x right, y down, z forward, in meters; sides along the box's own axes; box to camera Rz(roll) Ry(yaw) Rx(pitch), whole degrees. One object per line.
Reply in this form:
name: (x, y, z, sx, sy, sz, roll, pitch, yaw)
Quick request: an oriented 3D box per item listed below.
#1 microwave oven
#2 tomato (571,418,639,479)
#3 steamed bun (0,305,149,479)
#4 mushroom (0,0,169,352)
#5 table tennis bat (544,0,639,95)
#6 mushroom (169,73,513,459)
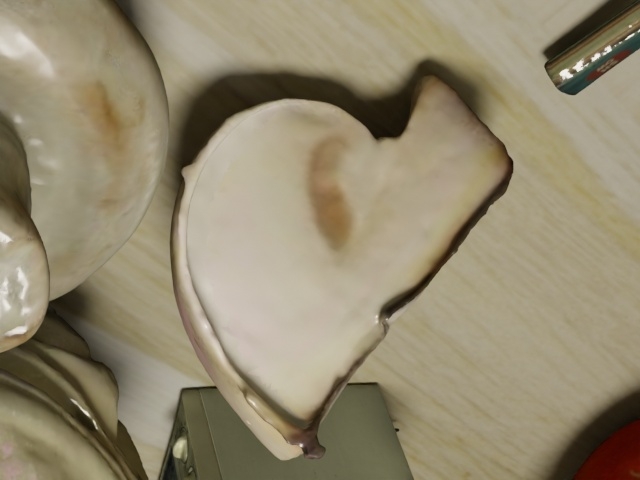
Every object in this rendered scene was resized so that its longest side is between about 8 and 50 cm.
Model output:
microwave oven: (-0.034, 0.243, 1.002, 0.194, 0.145, 0.240, 3, 131, -18)
tomato: (0.342, 0.293, 1.061, 0.321, 0.321, 0.321, -10, 135, -10)
steamed bun: (-0.228, 0.123, 0.767, 0.268, 0.207, 0.280, 8, 163, 15)
mushroom: (-0.190, -0.034, 0.620, 0.243, 0.243, 0.243, -10, 135, -10)
table tennis bat: (0.259, -0.179, 0.748, 0.301, 0.022, 0.173, -35, 161, 25)
mushroom: (-0.016, 0.001, 0.804, 0.162, 0.173, 0.236, 42, 69, -5)
